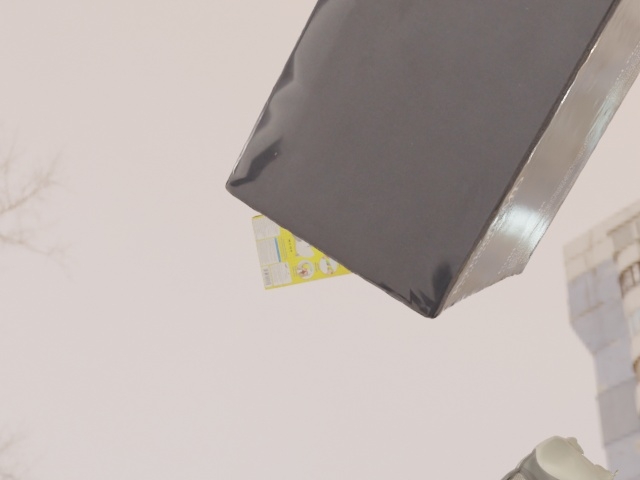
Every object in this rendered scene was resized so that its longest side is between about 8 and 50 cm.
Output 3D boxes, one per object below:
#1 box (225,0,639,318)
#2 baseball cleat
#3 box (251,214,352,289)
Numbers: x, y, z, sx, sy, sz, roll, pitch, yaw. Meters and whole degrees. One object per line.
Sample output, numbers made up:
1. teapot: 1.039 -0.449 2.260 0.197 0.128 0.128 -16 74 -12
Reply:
1. box: 0.134 -0.146 0.763 0.179 0.312 0.343 32 -76 16
2. baseball cleat: 0.209 0.244 0.728 0.109 0.206 0.072 -39 -12 -8
3. box: 0.000 0.000 1.344 0.179 0.105 0.043 -11 -2 29
